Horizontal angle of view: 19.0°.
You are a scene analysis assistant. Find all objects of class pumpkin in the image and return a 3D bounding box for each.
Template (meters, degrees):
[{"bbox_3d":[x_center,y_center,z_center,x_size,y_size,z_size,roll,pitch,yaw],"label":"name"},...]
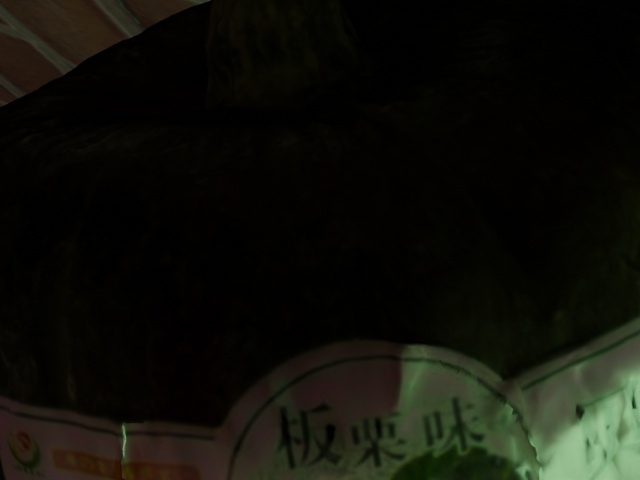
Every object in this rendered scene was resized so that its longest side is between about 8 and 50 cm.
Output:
[{"bbox_3d":[0.000,-0.003,0.554,0.260,0.189,0.260,-6,-158,3],"label":"pumpkin"}]
